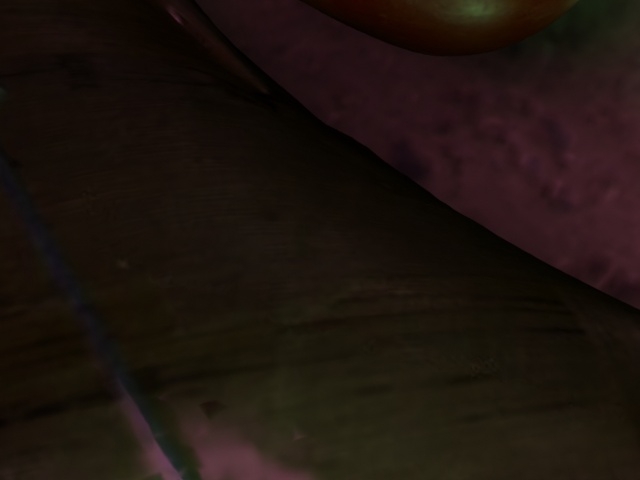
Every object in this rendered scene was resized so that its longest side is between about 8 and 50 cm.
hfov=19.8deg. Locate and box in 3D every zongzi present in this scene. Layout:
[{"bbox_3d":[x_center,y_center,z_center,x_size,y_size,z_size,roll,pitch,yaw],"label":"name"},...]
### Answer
[{"bbox_3d":[0.000,0.000,0.582,0.392,0.174,0.356,-15,61,2],"label":"zongzi"}]

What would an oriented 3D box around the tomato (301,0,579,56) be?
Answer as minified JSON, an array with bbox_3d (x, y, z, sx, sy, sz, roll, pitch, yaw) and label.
[{"bbox_3d":[0.019,-0.113,0.599,0.166,0.082,0.174,1,41,-10],"label":"tomato"}]
